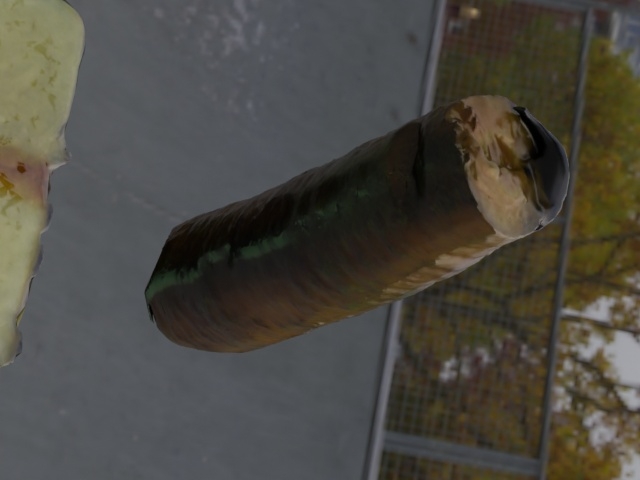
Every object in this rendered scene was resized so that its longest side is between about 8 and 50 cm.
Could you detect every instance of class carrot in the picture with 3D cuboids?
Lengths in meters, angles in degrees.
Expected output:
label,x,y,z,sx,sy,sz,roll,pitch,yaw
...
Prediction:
label,x,y,z,sx,sy,sz,roll,pitch,yaw
carrot,0.000,0.000,0.532,0.260,0.070,0.070,-24,-130,56

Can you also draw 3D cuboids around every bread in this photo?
label,x,y,z,sx,sy,sz,roll,pitch,yaw
bread,-0.270,-0.066,0.751,0.198,0.236,0.263,120,-21,-74
